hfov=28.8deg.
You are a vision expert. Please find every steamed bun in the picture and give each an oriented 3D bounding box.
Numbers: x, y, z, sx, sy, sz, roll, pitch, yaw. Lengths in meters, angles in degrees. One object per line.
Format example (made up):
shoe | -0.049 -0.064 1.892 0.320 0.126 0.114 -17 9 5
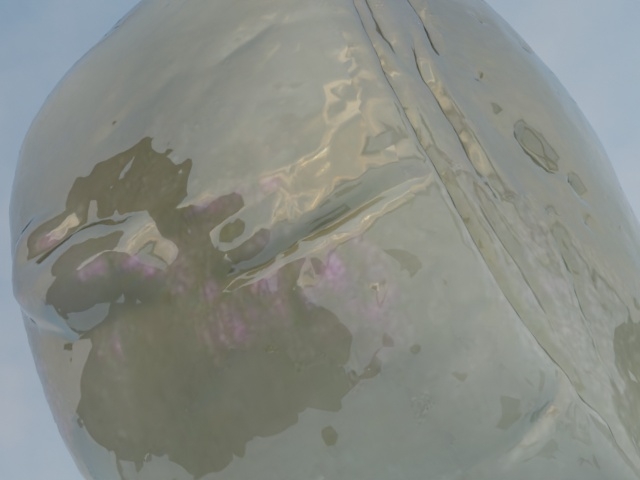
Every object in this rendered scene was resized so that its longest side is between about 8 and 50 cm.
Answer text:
steamed bun | -0.003 -0.004 0.566 0.247 0.383 0.236 -36 -41 22
